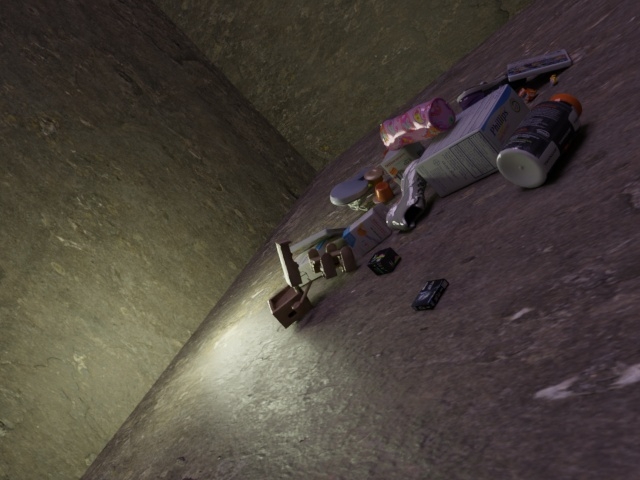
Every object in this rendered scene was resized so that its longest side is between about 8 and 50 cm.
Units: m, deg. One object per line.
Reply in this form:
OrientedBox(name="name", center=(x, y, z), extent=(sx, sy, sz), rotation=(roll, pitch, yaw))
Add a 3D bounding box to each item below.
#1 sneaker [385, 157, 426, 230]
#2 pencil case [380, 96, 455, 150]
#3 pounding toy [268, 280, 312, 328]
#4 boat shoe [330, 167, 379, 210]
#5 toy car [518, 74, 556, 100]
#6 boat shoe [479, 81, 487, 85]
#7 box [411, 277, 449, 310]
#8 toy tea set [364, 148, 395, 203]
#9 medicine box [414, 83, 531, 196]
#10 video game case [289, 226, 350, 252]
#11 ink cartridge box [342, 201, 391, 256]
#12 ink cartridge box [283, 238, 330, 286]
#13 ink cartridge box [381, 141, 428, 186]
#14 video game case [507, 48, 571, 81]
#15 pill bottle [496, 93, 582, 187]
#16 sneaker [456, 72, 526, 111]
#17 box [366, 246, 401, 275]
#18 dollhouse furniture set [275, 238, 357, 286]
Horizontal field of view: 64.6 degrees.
OrientedBox(name="sneaker", center=(0.321, -0.147, 1.689), extent=(0.121, 0.099, 0.262), rotation=(21, 90, 63))
OrientedBox(name="pencil case", center=(0.323, -0.394, 1.725), extent=(0.124, 0.124, 0.284), rotation=(-50, 18, -22))
OrientedBox(name="pounding toy", center=(-0.079, 0.231, 1.823), extent=(0.181, 0.094, 0.206), rotation=(-39, 21, 0))
OrientedBox(name="boat shoe", center=(0.166, -0.201, 2.298), extent=(0.136, 0.156, 0.367), rotation=(13, 33, 28))
OrientedBox(name="toy car", center=(0.730, -0.513, 1.709), extent=(0.122, 0.060, 0.040), rotation=(-39, 44, 53))
OrientedBox(name="boat shoe", center=(0.728, -0.666, 2.241), extent=(0.040, 0.049, 0.142), rotation=(-10, 33, 36))
OrientedBox(name="box", center=(0.261, 0.129, 1.206), extent=(0.083, 0.018, 0.067), rotation=(-51, 14, -25))
OrientedBox(name="toy tea set", center=(0.314, -0.275, 2.216), extent=(0.200, 0.124, 0.336), rotation=(19, 56, 41))
OrientedBox(name="medicine box", center=(0.486, -0.312, 1.613), extent=(0.289, 0.149, 0.263), rotation=(-27, 22, 54))
OrientedBox(name="video game case", center=(0.000, 0.000, 2.153), extent=(0.227, 0.026, 0.206), rotation=(-27, -12, 34))
OrientedBox(name="ink cartridge box", center=(0.181, -0.040, 1.812), extent=(0.181, 0.104, 0.061), rotation=(-40, 14, 22))
OrientedBox(name="ink cartridge box", center=(-0.041, 0.099, 2.117), extent=(0.203, 0.086, 0.148), rotation=(-32, 17, 47))
OrientedBox(name="ink cartridge box", center=(0.343, -0.287, 1.927), extent=(0.128, 0.176, 0.127), rotation=(-35, 16, 40))
OrientedBox(name="video game case", center=(0.777, -0.627, 1.812), extent=(0.202, 0.023, 0.183), rotation=(-9, 28, 24))
OrientedBox(name="pill bottle", center=(0.554, -0.257, 1.258), extent=(0.245, 0.130, 0.130), rotation=(-49, 13, -19))
OrientedBox(name="sneaker", center=(0.667, -0.538, 1.928), extent=(0.284, 0.124, 0.107), rotation=(-23, -11, -6))
OrientedBox(name="box", center=(0.194, 0.065, 1.554), extent=(0.062, 0.052, 0.083), rotation=(-52, 13, -27))
OrientedBox(name="dollhouse furniture set", center=(-0.020, 0.050, 1.834), extent=(0.242, 0.160, 0.212), rotation=(-17, 7, -12))
